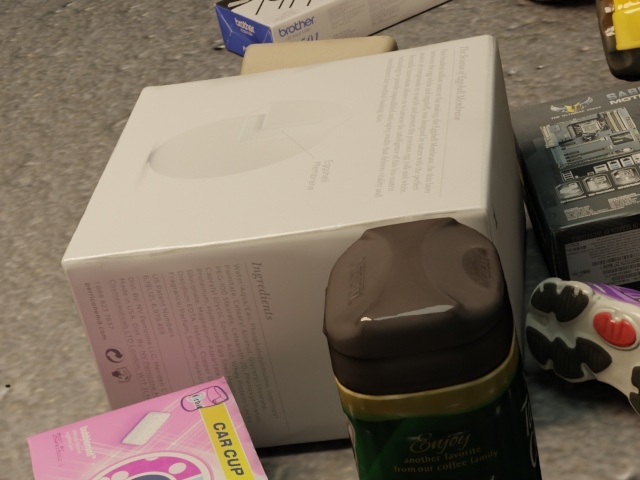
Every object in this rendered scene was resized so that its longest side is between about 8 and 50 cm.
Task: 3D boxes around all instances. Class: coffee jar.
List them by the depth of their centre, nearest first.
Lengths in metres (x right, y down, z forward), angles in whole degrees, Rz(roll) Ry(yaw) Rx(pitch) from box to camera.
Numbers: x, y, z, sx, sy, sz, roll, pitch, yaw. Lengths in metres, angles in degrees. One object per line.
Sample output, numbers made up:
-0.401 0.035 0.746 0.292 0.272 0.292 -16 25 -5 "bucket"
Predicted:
0.054 0.086 0.739 0.079 0.184 0.096 -9 28 7 "coffee jar"

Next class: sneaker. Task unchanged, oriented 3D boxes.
0.184 0.054 0.880 0.071 0.068 0.170 -11 27 -37 "sneaker"

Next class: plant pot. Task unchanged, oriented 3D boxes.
-0.001 -0.062 1.140 0.109 0.109 0.096 -1 41 23 "plant pot"

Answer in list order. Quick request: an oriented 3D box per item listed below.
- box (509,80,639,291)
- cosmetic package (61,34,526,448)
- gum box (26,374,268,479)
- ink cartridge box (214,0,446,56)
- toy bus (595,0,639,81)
0.241 -0.047 1.044 0.232 0.059 0.183 -12 27 3 "box"
0.000 0.000 0.977 0.224 0.138 0.224 -8 28 12 "cosmetic package"
-0.074 0.144 0.820 0.107 0.062 0.188 -17 28 -8 "gum box"
0.024 -0.210 1.462 0.207 0.046 0.097 -26 31 -23 "ink cartridge box"
0.252 -0.223 1.155 0.149 0.211 0.220 -11 4 14 "toy bus"
